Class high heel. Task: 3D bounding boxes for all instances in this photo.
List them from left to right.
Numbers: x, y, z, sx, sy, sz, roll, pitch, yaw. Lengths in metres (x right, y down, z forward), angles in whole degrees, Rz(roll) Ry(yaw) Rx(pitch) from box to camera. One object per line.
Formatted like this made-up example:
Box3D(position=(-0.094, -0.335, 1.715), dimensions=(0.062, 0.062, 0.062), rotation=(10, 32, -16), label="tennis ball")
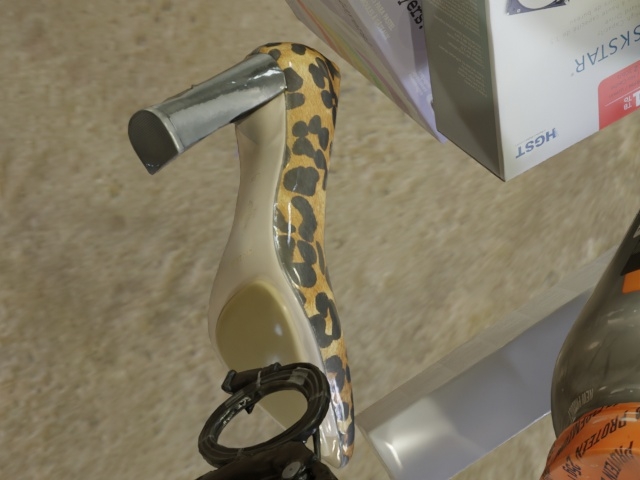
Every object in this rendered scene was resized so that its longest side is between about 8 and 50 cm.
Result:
Box3D(position=(0.000, 0.000, 1.064), dimensions=(0.093, 0.186, 0.261), rotation=(-20, 98, 43), label="high heel")

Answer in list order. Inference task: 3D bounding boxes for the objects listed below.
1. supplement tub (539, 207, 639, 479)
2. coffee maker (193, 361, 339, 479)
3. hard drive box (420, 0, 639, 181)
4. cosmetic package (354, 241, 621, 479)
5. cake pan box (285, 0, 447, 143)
Box3D(position=(0.237, 0.038, 0.806), dimensions=(0.194, 0.193, 0.316), rotation=(29, 56, 8), label="supplement tub")
Box3D(position=(0.020, 0.153, 0.473), dimensions=(0.120, 0.171, 0.178), rotation=(-11, 128, 47), label="coffee maker")
Box3D(position=(0.166, -0.187, 1.161), dimensions=(0.181, 0.232, 0.089), rotation=(-29, 45, -19), label="hard drive box")
Box3D(position=(0.140, 0.083, 1.102), dimensions=(0.239, 0.099, 0.060), rotation=(-33, 95, -3), label="cosmetic package")
Box3D(position=(0.006, -0.227, 1.299), dimensions=(0.070, 0.267, 0.246), rotation=(-43, 47, -4), label="cake pan box")
